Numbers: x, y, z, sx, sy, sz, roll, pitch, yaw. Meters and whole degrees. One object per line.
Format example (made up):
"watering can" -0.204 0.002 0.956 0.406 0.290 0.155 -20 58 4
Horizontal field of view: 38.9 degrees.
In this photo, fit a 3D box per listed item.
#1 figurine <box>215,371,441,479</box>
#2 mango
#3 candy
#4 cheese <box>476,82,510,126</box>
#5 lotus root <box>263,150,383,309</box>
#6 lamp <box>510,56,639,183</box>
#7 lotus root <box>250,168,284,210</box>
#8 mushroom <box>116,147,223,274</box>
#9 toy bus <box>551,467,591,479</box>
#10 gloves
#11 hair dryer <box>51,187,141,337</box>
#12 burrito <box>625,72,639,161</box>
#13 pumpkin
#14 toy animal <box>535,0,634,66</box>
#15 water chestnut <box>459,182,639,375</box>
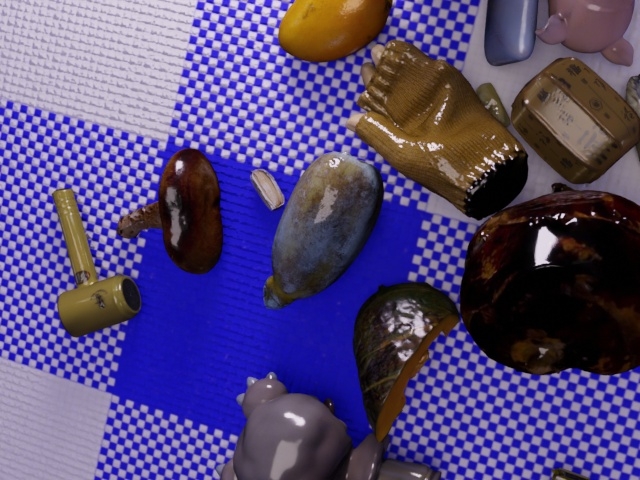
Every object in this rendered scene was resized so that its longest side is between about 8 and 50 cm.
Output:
"figurine" 0.010 0.397 1.569 0.380 0.203 0.249 18 95 10
"mango" 0.021 -0.382 1.550 0.219 0.112 0.145 -26 89 26
"candy" 0.308 -0.374 1.464 0.071 0.138 0.174 4 95 -11
"cheese" 0.289 -0.225 1.527 0.030 0.044 0.083 -27 90 31
"lotus root" 0.000 0.000 1.559 0.140 0.158 0.322 37 109 34
"lamp" 0.406 -0.190 1.443 0.161 0.161 0.185 -43 83 14
"lotus root" -0.096 -0.094 1.640 0.037 0.030 0.083 -33 89 -15
"mushroom" -0.291 -0.052 1.655 0.217 0.148 0.227 0 90 30
"toy bus" 0.404 0.508 1.547 0.081 0.074 0.226 16 99 13
"gloves" 0.182 -0.181 1.495 0.203 0.155 0.356 -40 70 -4
"hair dryer" -0.442 0.031 1.714 0.134 0.090 0.279 -19 84 15
"burrito" 0.540 -0.159 1.462 0.058 0.063 0.230 -16 89 -14
"pumpkin" 0.101 0.177 1.535 0.163 0.111 0.279 29 83 26
"toy animal" 0.441 -0.414 1.417 0.166 0.154 0.250 15 101 4
"water chestnut" 0.389 0.046 1.421 0.335 0.347 0.335 7 132 8
